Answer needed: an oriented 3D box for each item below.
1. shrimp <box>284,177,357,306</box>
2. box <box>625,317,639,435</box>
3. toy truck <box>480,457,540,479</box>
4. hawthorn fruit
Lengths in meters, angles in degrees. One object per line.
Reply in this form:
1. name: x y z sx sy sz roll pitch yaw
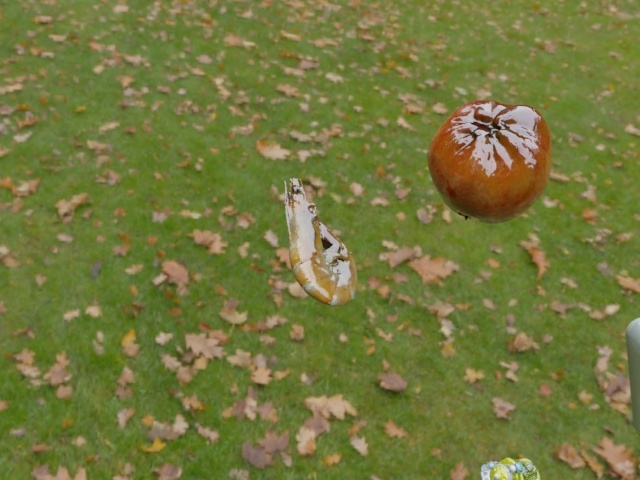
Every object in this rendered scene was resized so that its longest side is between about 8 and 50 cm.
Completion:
1. shrimp: 0.000 0.000 1.406 0.152 0.063 0.287 9 53 -33
2. box: 0.611 0.262 1.214 0.175 0.311 0.182 -20 31 -1
3. toy truck: 0.334 0.412 1.280 0.111 0.077 0.076 15 41 -44
4. hawthorn fruit: 0.307 -0.125 1.312 0.224 0.261 0.224 -7 59 11
